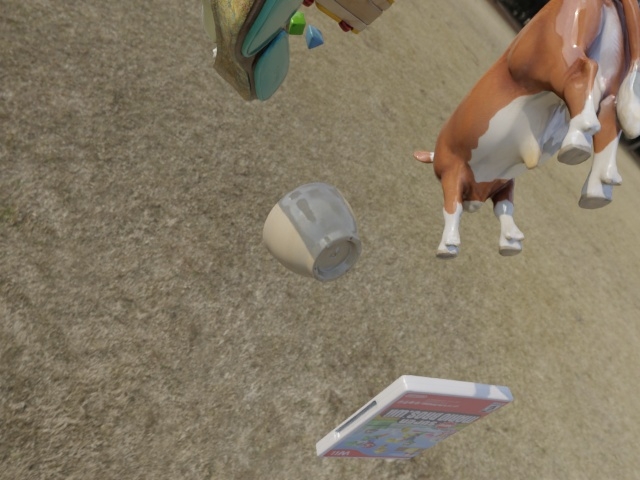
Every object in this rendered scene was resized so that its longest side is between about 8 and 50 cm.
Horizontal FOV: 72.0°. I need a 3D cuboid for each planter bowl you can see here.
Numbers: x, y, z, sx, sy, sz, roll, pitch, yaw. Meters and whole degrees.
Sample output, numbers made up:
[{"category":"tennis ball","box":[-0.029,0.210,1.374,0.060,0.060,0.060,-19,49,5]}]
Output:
[{"category":"planter bowl","box":[0.000,0.000,0.730,0.162,0.162,0.109,11,29,-44]}]

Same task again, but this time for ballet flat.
[{"category":"ballet flat","box":[-0.082,-0.253,0.483,0.123,0.123,0.348,48,-8,-7]}]

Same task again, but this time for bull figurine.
[{"category":"bull figurine","box":[0.180,-0.090,0.439,0.101,0.310,0.189,7,64,-7]}]

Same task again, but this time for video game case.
[{"category":"video game case","box":[0.143,0.302,0.726,0.203,0.285,0.025,13,45,-23]}]

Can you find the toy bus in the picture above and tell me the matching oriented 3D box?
[{"category":"toy bus","box":[0.029,-0.436,0.726,0.190,0.202,0.105,-12,72,-6]}]
